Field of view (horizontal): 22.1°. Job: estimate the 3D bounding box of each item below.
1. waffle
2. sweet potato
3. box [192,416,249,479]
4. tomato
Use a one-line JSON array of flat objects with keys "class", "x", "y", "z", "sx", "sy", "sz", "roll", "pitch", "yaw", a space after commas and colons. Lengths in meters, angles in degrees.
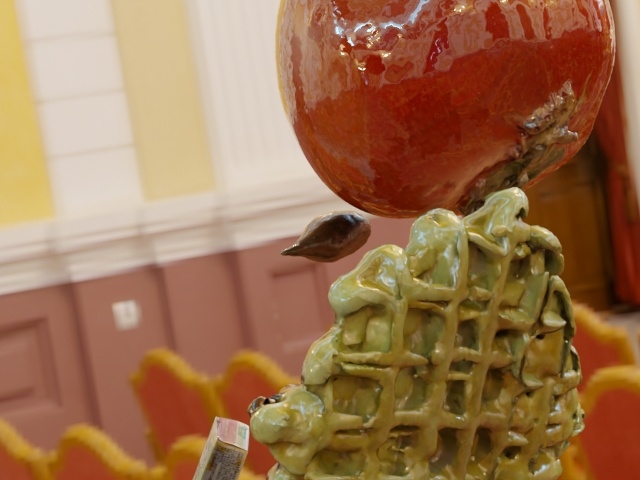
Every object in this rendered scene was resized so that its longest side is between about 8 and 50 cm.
[{"class": "waffle", "x": 0.088, "y": 0.133, "z": 1.186, "sx": 0.297, "sy": 0.317, "sz": 0.073, "roll": -40, "pitch": 38, "yaw": -22}, {"class": "sweet potato", "x": 0.000, "y": 0.000, "z": 1.569, "sx": 0.049, "sy": 0.049, "sz": 0.117, "roll": -4, "pitch": 9, "yaw": 39}, {"class": "box", "x": -0.123, "y": 0.285, "z": 1.742, "sx": 0.041, "sy": 0.207, "sz": 0.050, "roll": 17, "pitch": 24, "yaw": -7}, {"class": "tomato", "x": 0.107, "y": -0.175, "z": 1.513, "sx": 0.322, "sy": 0.321, "sz": 0.321, "roll": -9, "pitch": 5, "yaw": 1}]
